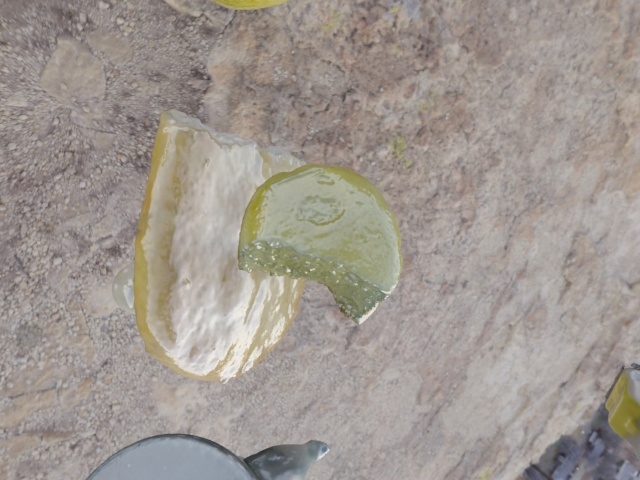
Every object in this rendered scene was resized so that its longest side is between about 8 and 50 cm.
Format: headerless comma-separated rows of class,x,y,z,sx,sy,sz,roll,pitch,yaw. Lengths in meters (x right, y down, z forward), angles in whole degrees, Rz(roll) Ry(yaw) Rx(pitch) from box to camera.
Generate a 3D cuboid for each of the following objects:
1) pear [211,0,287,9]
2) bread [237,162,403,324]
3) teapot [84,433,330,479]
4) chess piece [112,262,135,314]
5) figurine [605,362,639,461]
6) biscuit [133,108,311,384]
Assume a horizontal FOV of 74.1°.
pear,-0.053,-0.279,0.331,0.177,0.178,0.178,-10,110,-28
bread,0.006,-0.008,0.395,0.156,0.086,0.125,24,67,-4
teapot,-0.091,0.237,0.313,0.239,0.162,0.149,-44,156,-8
chess piece,-0.348,0.148,0.982,0.167,0.299,0.167,-49,151,-40
figurine,0.241,0.204,0.215,0.143,0.308,0.309,24,94,7
biscuit,-0.130,0.021,0.728,0.429,0.103,0.447,24,76,-63
